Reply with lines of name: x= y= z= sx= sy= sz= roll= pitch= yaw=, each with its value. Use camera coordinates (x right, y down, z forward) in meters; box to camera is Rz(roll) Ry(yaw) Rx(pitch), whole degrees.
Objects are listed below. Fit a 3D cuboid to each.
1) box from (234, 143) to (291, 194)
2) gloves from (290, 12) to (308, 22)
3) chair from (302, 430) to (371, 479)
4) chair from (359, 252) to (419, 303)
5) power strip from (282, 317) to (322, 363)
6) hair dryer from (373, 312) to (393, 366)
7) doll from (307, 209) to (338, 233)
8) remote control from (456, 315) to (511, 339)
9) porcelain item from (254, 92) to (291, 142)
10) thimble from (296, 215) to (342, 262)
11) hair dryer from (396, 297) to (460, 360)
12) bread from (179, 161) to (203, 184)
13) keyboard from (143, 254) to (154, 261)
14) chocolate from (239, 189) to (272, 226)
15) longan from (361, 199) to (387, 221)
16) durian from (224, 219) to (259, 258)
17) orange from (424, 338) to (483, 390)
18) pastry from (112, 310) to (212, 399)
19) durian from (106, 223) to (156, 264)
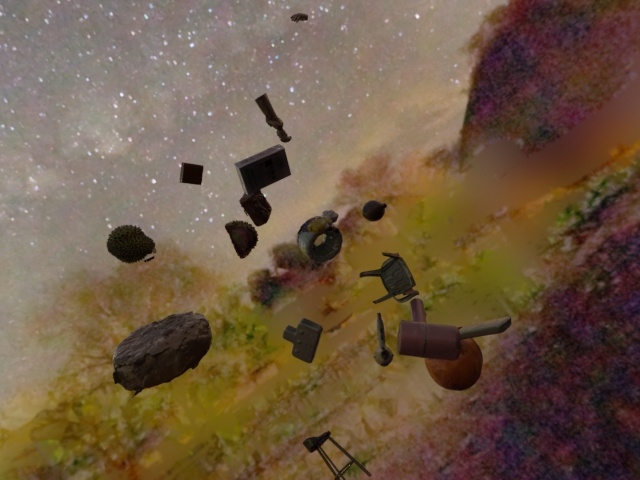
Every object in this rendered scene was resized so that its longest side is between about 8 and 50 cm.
box: x=-0.268 y=-0.335 z=2.217 sx=0.242 sy=0.067 sz=0.155 roll=-27 pitch=-49 yaw=-18
gloves: x=-0.080 y=-0.883 z=1.863 sx=0.080 sy=0.038 sz=0.044 roll=-18 pitch=10 yaw=-13
chair: x=0.050 y=0.694 z=1.491 sx=0.095 sy=0.221 sz=0.104 roll=-36 pitch=-28 yaw=-30
chair: x=0.299 y=0.168 z=1.996 sx=0.190 sy=0.204 sz=0.274 roll=-34 pitch=-20 yaw=28
power strip: x=-0.102 y=0.511 z=2.444 sx=0.059 sy=0.193 sz=0.265 roll=-52 pitch=-20 yaw=-51
hair dryer: x=0.268 y=0.440 z=2.003 sx=0.088 sy=0.225 sz=0.219 roll=-5 pitch=4 yaw=1
doll: x=0.012 y=-0.081 z=2.007 sx=0.106 sy=0.062 sz=0.162 roll=2 pitch=27 yaw=36
remote control: x=0.596 y=0.344 z=1.805 sx=0.090 sy=0.038 sz=0.309 roll=-26 pitch=-3 yaw=-35
porcelain item: x=-0.192 y=-0.496 z=1.929 sx=0.054 sy=0.213 sz=0.084 roll=-22 pitch=21 yaw=25
thimble: x=0.000 y=0.000 z=2.445 sx=0.237 sy=0.150 sz=0.238 roll=-15 pitch=-57 yaw=-25
hair dryer: x=0.397 y=0.312 z=1.779 sx=0.210 sy=0.126 sz=0.352 roll=5 pitch=24 yaw=5
bread: x=-0.562 y=-0.290 z=2.048 sx=0.094 sy=0.090 sz=0.035 roll=3 pitch=9 yaw=-38
keyboard: x=-0.815 y=0.087 z=2.226 sx=0.055 sy=0.017 sz=0.166 roll=-26 pitch=10 yaw=-20
chocolate: x=-0.348 y=-0.190 z=2.603 sx=0.093 sy=0.214 sz=0.149 roll=-13 pitch=39 yaw=29
longan: x=0.244 y=-0.136 z=2.089 sx=0.119 sy=0.106 sz=0.106 roll=-25 pitch=-1 yaw=26
durian: x=-0.298 y=-0.022 z=1.907 sx=0.108 sy=0.187 sz=0.119 roll=-12 pitch=32 yaw=14
orange: x=0.566 y=0.506 z=1.980 sx=0.246 sy=0.246 sz=0.246 roll=-35 pitch=-6 yaw=-4
pastry: x=-0.479 y=0.334 z=1.455 sx=0.329 sy=0.137 sz=0.330 roll=-17 pitch=15 yaw=5
durian: x=-0.803 y=0.015 z=1.990 sx=0.159 sy=0.198 sz=0.146 roll=-79 pitch=10 yaw=-56
